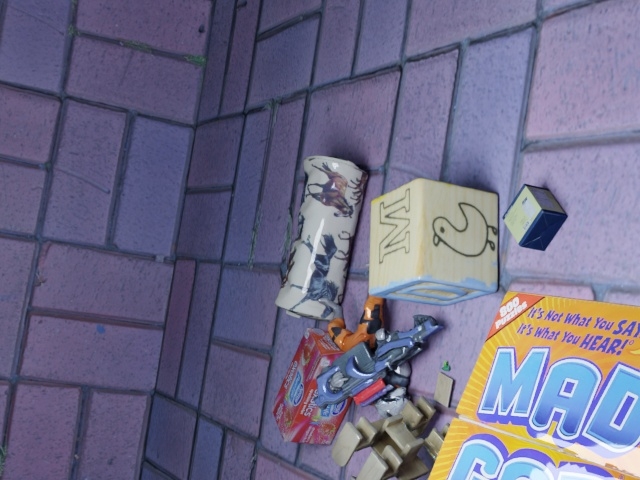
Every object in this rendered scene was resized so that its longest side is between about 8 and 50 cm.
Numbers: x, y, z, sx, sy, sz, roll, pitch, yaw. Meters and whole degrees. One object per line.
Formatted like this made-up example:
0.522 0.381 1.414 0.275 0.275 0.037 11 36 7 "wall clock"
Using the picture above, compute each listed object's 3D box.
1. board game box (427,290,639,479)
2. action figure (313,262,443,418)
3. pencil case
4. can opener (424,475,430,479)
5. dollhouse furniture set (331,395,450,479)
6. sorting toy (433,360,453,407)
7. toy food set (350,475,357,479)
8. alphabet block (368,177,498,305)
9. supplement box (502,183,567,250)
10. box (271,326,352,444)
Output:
0.387 0.305 1.147 0.356 0.356 0.356 3 65 64 "board game box"
0.140 0.218 2.058 0.341 0.178 0.330 -30 59 30 "action figure"
0.000 0.000 2.361 0.183 0.159 0.410 -161 82 -73 "pencil case"
0.224 0.404 1.662 0.076 0.283 0.095 34 147 41 "can opener"
0.160 0.447 1.824 0.242 0.212 0.161 47 129 31 "dollhouse furniture set"
0.248 0.282 1.921 0.062 0.012 0.083 -154 72 -68 "sorting toy"
0.089 0.673 2.009 0.219 0.092 0.306 20 99 64 "toy food set"
0.217 0.009 1.886 0.193 0.192 0.197 -23 62 58 "alphabet block"
0.379 -0.041 1.724 0.083 0.056 0.083 -62 31 32 "supplement box"
-0.004 0.344 2.275 0.257 0.128 0.123 -67 29 24 "box"
